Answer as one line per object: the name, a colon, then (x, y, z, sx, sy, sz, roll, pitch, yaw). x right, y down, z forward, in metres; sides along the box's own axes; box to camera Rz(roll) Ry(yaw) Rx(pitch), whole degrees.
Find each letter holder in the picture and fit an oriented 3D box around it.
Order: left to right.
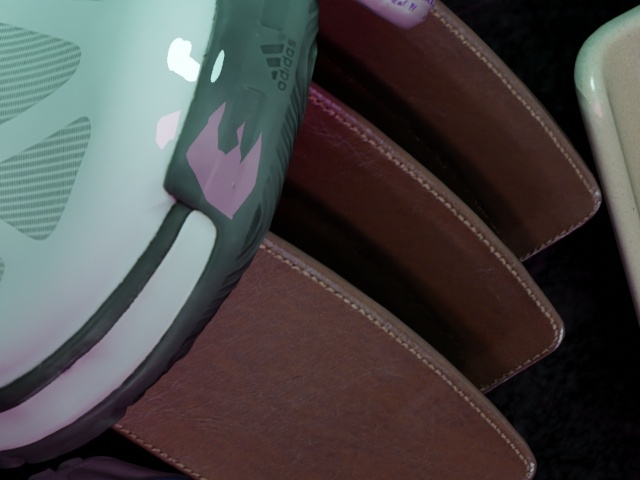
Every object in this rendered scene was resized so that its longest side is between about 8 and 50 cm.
letter holder: (0.000, 0.000, 0.880, 0.214, 0.152, 0.302, -35, 131, 21)

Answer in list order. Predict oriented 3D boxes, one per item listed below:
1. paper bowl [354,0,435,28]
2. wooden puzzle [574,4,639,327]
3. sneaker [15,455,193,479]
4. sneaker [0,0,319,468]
paper bowl: (-0.039, -0.213, 0.656, 0.284, 0.284, 0.148, 32, 98, -37)
wooden puzzle: (0.305, -0.064, 1.088, 0.347, 0.080, 0.322, -31, 128, -13)
sneaker: (-0.150, 0.166, 0.987, 0.228, 0.092, 0.087, 3, 121, -6)
sneaker: (-0.212, -0.037, 0.645, 0.257, 0.447, 0.169, 26, 66, -31)
